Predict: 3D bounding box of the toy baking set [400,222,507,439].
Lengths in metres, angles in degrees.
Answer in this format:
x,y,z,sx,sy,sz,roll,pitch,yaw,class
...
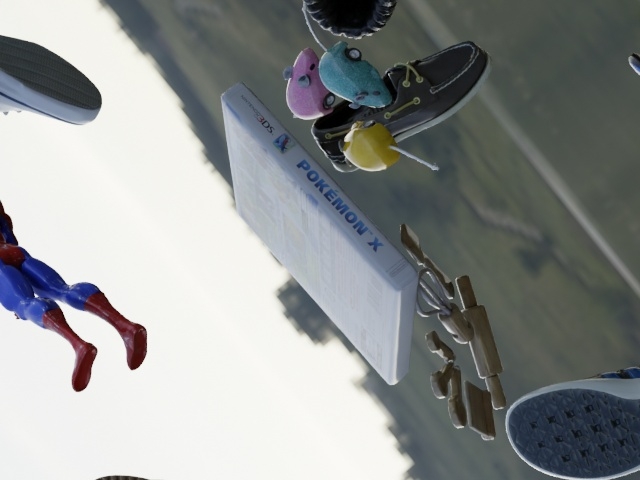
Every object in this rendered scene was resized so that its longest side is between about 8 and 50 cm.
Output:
x,y,z,sx,sy,sz,roll,pitch,yaw,class
0.156,0.103,2.074,0.196,0.030,0.256,6,-112,-67,toy baking set

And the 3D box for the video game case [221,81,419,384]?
x,y,z,sx,sy,sz,roll,pitch,yaw,class
0.000,0.000,2.081,0.300,0.036,0.329,48,166,17,video game case

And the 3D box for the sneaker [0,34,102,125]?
x,y,z,sx,sy,sz,roll,pitch,yaw,class
-0.377,-0.180,2.065,0.258,0.091,0.094,21,-143,-10,sneaker

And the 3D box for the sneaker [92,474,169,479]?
x,y,z,sx,sy,sz,roll,pitch,yaw,class
-0.086,0.286,1.705,0.282,0.099,0.153,16,168,3,sneaker

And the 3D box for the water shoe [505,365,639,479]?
x,y,z,sx,sy,sz,roll,pitch,yaw,class
0.234,0.122,1.293,0.080,0.203,0.073,-19,-83,-63,water shoe

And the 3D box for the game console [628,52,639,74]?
x,y,z,sx,sy,sz,roll,pitch,yaw,class
0.438,-0.087,1.466,0.293,0.250,0.173,50,169,42,game console

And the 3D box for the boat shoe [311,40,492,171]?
x,y,z,sx,sy,sz,roll,pitch,yaw,class
0.096,-0.168,2.148,0.069,0.227,0.081,50,-170,-38,boat shoe

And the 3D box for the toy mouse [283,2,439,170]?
x,y,z,sx,sy,sz,roll,pitch,yaw,class
0.007,-0.116,1.420,0.161,0.031,0.143,14,136,54,toy mouse

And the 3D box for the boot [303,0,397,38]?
x,y,z,sx,sy,sz,roll,pitch,yaw,class
0.049,-0.434,2.124,0.348,0.131,0.260,74,-151,-48,boot

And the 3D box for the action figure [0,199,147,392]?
x,y,z,sx,sy,sz,roll,pitch,yaw,class
-0.275,0.057,1.602,0.091,0.139,0.280,-18,-133,-41,action figure
